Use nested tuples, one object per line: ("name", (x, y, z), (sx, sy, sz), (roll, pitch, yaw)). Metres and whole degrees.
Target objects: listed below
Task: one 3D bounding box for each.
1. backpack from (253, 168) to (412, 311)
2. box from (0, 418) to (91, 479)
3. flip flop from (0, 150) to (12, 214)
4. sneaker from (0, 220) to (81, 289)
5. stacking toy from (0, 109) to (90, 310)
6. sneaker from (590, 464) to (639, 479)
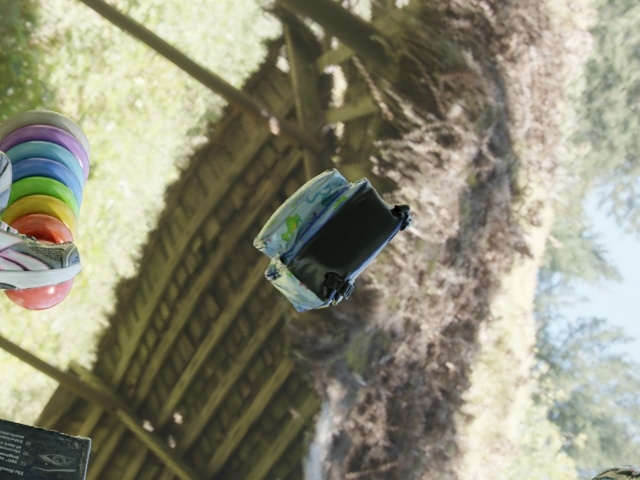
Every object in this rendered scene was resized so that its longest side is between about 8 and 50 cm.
("backpack", (0.000, 0.000, 0.763), (0.105, 0.084, 0.114), (-47, -177, -20))
("box", (-0.322, 0.263, 0.941), (0.158, 0.156, 0.093), (-99, -150, -58))
("flip flop", (-0.413, -0.054, 0.953), (0.277, 0.080, 0.112), (-30, 138, -71))
("sneaker", (-0.274, 0.006, 0.787), (0.072, 0.077, 0.178), (-5, -179, 33))
("stacking toy", (-0.371, -0.037, 1.261), (0.141, 0.141, 0.330), (-50, -146, 22))
("sneaker", (0.231, 0.189, 0.663), (0.262, 0.104, 0.125), (-37, -164, 29))
